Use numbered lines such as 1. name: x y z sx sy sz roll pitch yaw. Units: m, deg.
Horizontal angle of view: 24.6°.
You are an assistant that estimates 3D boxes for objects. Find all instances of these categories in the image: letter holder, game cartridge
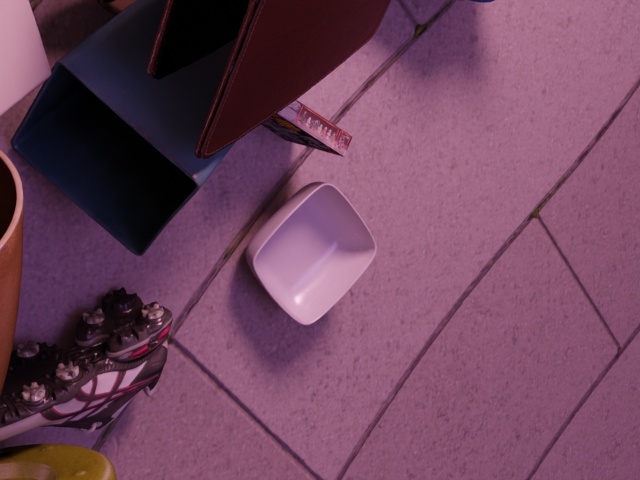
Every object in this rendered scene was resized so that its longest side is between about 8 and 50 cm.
1. letter holder: -0.051 -0.235 1.308 0.302 0.152 0.214 -41 162 -44
2. game cartridge: 0.000 0.000 1.758 0.056 0.017 0.083 -36 128 -39

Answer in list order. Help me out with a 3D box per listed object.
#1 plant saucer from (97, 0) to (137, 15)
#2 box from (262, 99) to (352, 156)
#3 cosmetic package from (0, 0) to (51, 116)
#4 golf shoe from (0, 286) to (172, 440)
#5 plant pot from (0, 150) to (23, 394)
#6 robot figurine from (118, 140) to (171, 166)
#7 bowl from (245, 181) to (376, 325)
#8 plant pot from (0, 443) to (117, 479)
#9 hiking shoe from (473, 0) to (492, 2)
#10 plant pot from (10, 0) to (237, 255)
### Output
1. plant saucer: -0.113 -0.325 1.398 0.278 0.041 0.278 -36 162 -14
2. box: -0.041 -0.136 1.602 0.137 0.094 0.027 29 82 -48
3. cosmetic package: -0.370 -0.107 1.140 0.309 0.160 0.113 -53 140 -46
4. golf shoe: -0.255 0.154 1.472 0.273 0.105 0.120 -26 130 -39
5. plant pot: -0.357 0.067 1.257 0.237 0.237 0.254 -37 144 -33
6. robot figurine: -0.173 -0.076 1.498 0.115 0.067 0.101 -58 137 -14
7. bowl: -0.018 0.011 1.698 0.142 0.053 0.142 -47 128 -13
8. plant pot: -0.278 0.393 1.380 0.366 0.366 0.352 -20 107 -42
9. hiking shoe: 0.138 -0.332 1.696 0.304 0.132 0.113 -12 113 -45
10. plant pot: -0.143 -0.143 1.404 0.166 0.165 0.234 41 54 -5
